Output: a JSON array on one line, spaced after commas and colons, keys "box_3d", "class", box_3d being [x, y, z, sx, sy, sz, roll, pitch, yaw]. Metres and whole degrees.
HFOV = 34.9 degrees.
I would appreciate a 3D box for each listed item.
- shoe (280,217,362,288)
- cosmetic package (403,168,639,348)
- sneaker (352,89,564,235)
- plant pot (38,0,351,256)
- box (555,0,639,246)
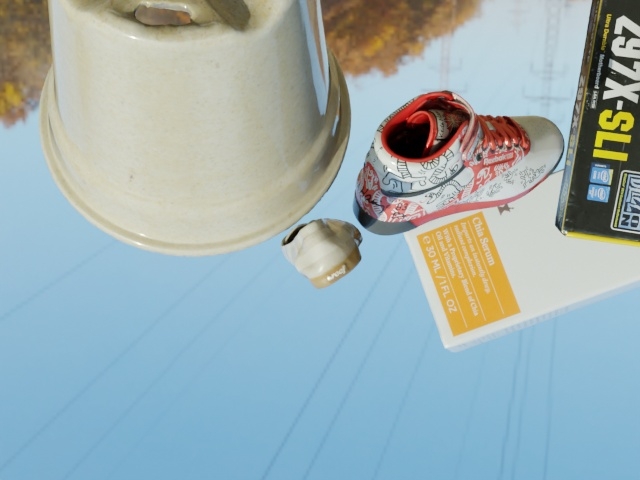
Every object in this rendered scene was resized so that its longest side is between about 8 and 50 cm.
[{"box_3d": [0.000, 0.000, 1.027, 0.076, 0.058, 0.219, -39, -174, -1], "class": "shoe"}, {"box_3d": [0.400, 0.016, 1.791, 0.453, 0.230, 0.161, -22, 167, 8], "class": "cosmetic package"}, {"box_3d": [0.164, -0.101, 1.075, 0.270, 0.145, 0.090, -21, -118, -19], "class": "sneaker"}, {"box_3d": [-0.122, -0.193, 0.957, 0.334, 0.333, 0.305, -1, 158, -5], "class": "plant pot"}, {"box_3d": [0.457, -0.148, 1.309, 0.257, 0.321, 0.079, 9, -171, 5], "class": "box"}]
